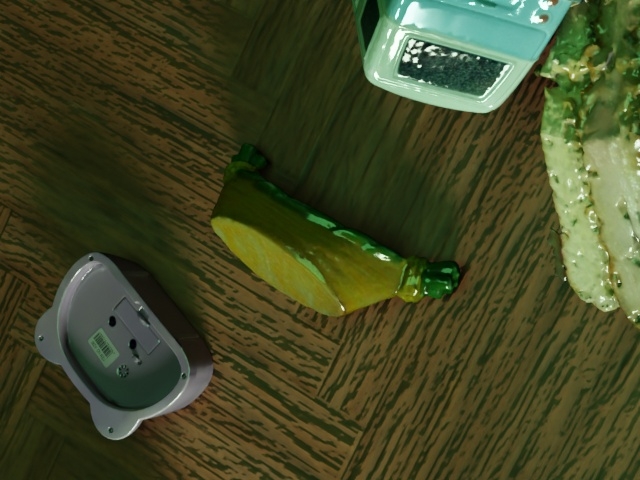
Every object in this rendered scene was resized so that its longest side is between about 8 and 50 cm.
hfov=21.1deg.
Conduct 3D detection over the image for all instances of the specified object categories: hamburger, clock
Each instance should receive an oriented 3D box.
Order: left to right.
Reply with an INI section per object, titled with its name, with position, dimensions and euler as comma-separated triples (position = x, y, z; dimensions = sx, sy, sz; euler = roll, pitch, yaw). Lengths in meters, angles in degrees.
[clock]
position = -0.167, 0.091, 1.458
dimensions = 0.110, 0.050, 0.152
euler = -47, 68, 17
[hamburger]
position = 0.252, -0.101, 1.197
dimensions = 0.155, 0.245, 0.282
euler = 9, 136, 42

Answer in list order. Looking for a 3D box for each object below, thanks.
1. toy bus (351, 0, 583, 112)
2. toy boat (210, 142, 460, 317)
[toy bus]
position = 0.089, -0.226, 1.245
dimensions = 0.271, 0.133, 0.165
euler = -96, 26, -47
[toy boat]
position = 0.000, 0.000, 1.374
dimensions = 0.229, 0.089, 0.088
euler = 33, 62, 25
